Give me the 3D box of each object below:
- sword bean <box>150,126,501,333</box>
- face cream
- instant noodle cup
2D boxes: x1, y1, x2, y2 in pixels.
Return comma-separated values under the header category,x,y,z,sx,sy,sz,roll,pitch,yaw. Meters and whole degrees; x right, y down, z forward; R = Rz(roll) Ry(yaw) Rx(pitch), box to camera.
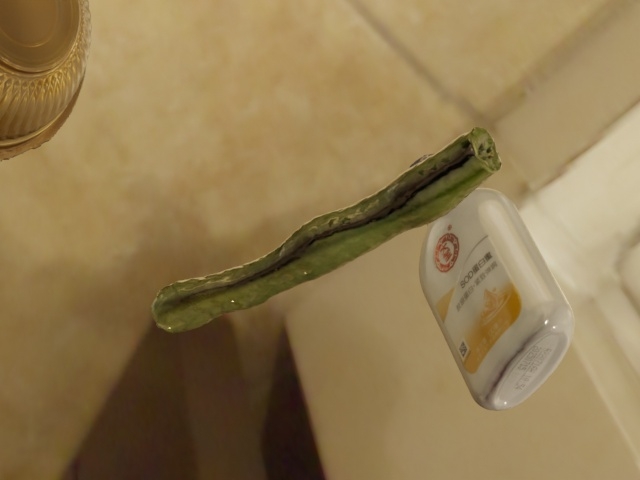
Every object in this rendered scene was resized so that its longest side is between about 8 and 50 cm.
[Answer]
category,x,y,z,sx,sy,sz,roll,pitch,yaw
sword bean,0.000,0.001,1.246,0.269,0.038,0.043,-26,82,22
face cream,0.155,0.024,1.853,0.071,0.291,0.144,14,127,-32
instant noodle cup,-0.293,-0.208,1.703,0.091,0.274,0.274,-9,126,44
